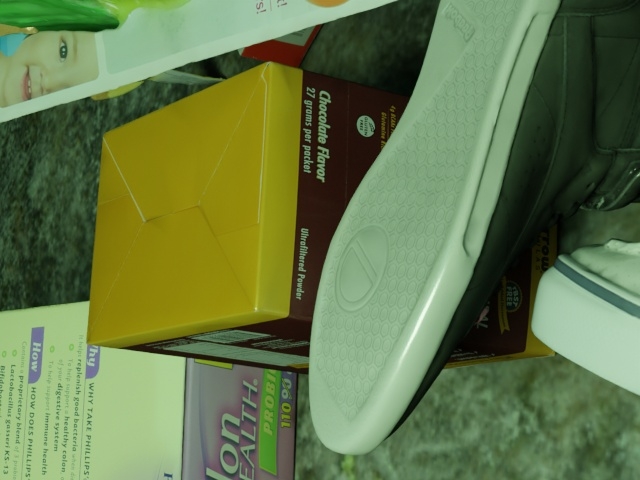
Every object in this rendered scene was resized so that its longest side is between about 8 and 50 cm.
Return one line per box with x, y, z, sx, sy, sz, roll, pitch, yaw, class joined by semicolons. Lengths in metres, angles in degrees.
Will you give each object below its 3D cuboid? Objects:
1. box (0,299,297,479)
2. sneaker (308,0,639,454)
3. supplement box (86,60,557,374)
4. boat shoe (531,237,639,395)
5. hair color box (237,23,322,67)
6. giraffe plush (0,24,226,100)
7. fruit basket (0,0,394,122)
-0.145;0.156;1.104;0.243;0.117;0.214;-8;74;37;box
0.104;-0.018;0.790;0.104;0.147;0.296;13;80;58;sneaker
0.000;0.000;0.916;0.191;0.194;0.129;-14;69;55;supplement box
0.234;0.009;0.614;0.367;0.135;0.157;15;94;54;boat shoe
-0.041;-0.214;1.169;0.093;0.053;0.167;-57;41;33;hair color box
-0.153;-0.207;1.174;0.181;0.210;0.171;-12;81;28;giraffe plush
-0.082;-0.261;0.928;0.353;0.165;0.327;-13;76;39;fruit basket
